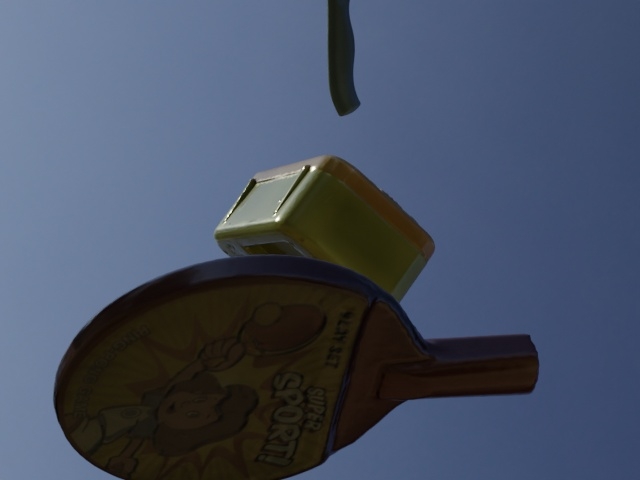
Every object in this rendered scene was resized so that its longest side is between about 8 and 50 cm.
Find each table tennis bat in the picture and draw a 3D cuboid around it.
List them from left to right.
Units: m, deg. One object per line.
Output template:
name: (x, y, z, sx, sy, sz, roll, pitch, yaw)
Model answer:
table tennis bat: (-0.011, 0.085, 0.776, 0.310, 0.038, 0.200, -1, -47, -16)

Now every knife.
knife: (0.016, -0.205, 0.992, 0.015, 0.028, 0.210, -155, -118, -77)

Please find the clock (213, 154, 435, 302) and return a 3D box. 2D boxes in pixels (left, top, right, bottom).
clock: (0.000, 0.000, 1.135, 0.143, 0.096, 0.202, 39, -18, -19)
